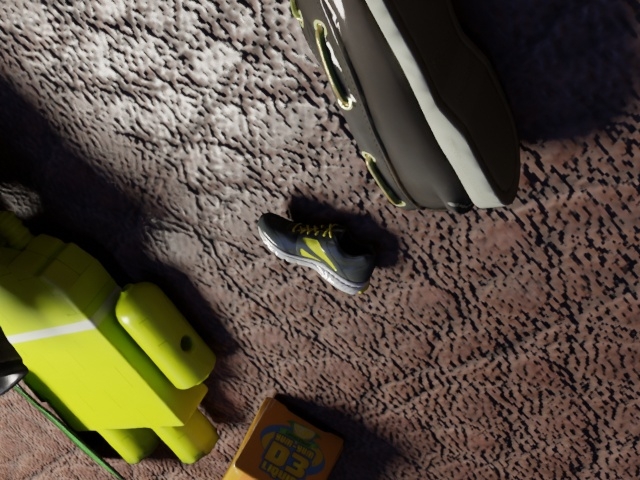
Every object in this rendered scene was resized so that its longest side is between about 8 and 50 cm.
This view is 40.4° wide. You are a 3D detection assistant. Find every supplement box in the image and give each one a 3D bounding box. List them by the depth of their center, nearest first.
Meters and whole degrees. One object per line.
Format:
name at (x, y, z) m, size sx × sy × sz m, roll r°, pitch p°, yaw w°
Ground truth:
supplement box at (-0.058, 0.235, 0.778) m, size 0.078 × 0.080 × 0.233 m, roll 30°, pitch 137°, yaw 4°

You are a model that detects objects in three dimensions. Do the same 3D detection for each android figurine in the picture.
android figurine at (-0.207, 0.089, 0.755) m, size 0.248 × 0.056 × 0.273 m, roll -15°, pitch 120°, yaw 42°

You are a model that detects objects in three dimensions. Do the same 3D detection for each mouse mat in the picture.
mouse mat at (-0.263, 0.182, 0.869) m, size 0.190 × 0.007 × 0.152 m, roll 51°, pitch 157°, yaw -26°

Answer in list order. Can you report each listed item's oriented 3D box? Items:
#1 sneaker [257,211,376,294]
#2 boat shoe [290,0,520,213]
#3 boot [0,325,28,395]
sneaker at (0.000, 0.000, 0.559) m, size 0.083 × 0.031 × 0.035 m, roll 28°, pitch 125°, yaw 1°
boat shoe at (0.022, -0.103, 0.402) m, size 0.068 × 0.081 × 0.228 m, roll -9°, pitch 126°, yaw 34°
boot at (-0.377, 0.041, 0.703) m, size 0.338 × 0.118 × 0.223 m, roll -11°, pitch 90°, yaw 41°
